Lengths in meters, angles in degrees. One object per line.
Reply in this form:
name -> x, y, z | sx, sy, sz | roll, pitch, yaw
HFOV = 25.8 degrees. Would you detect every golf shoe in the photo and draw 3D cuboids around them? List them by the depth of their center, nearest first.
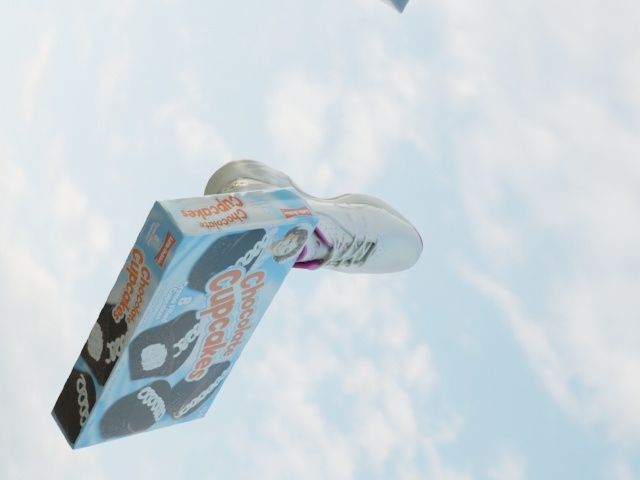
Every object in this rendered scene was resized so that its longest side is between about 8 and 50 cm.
golf shoe -> 0.000, 0.000, 1.762 | 0.115, 0.306, 0.140 | -63, -153, 25

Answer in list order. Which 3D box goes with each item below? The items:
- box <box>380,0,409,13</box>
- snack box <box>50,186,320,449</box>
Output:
box -> 0.069, -0.408, 1.749 | 0.143, 0.270, 0.165 | 34, -83, 11
snack box -> -0.147, 0.083, 1.493 | 0.060, 0.187, 0.322 | 50, -52, 28
